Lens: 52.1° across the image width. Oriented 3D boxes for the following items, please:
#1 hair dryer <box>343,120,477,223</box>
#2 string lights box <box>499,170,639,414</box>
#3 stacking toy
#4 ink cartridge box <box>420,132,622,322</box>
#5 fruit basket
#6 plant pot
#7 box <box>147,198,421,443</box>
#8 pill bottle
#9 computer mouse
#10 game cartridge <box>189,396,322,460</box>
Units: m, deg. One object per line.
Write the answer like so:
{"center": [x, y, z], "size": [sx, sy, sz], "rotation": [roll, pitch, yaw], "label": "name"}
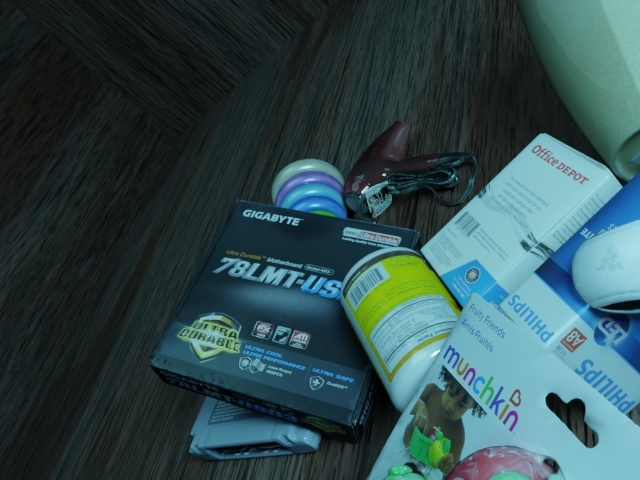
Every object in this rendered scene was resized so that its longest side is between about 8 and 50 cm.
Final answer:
{"center": [0.141, -0.107, 1.088], "size": [0.223, 0.080, 0.293], "rotation": [-26, 37, 13], "label": "hair dryer"}
{"center": [0.295, 0.016, 0.551], "size": [0.260, 0.133, 0.077], "rotation": [-47, 29, 10], "label": "string lights box"}
{"center": [0.000, 0.000, 1.102], "size": [0.141, 0.141, 0.330], "rotation": [-41, 33, 20], "label": "stacking toy"}
{"center": [0.232, -0.006, 0.744], "size": [0.203, 0.086, 0.148], "rotation": [-45, 26, 11], "label": "ink cartridge box"}
{"center": [0.094, 0.247, 0.483], "size": [0.353, 0.165, 0.327], "rotation": [-67, 22, 13], "label": "fruit basket"}
{"center": [0.347, -0.204, 0.684], "size": [0.256, 0.256, 0.274], "rotation": [-27, 51, 41], "label": "plant pot"}
{"center": [-0.040, 0.092, 0.903], "size": [0.295, 0.073, 0.293], "rotation": [12, 58, 20], "label": "box"}
{"center": [0.109, 0.112, 0.722], "size": [0.117, 0.117, 0.215], "rotation": [-44, 42, 14], "label": "pill bottle"}
{"center": [0.272, 0.009, 0.450], "size": [0.193, 0.042, 0.106], "rotation": [-14, 69, 26], "label": "computer mouse"}
{"center": [-0.079, 0.228, 0.992], "size": [0.294, 0.060, 0.196], "rotation": [-23, 40, 45], "label": "game cartridge"}
